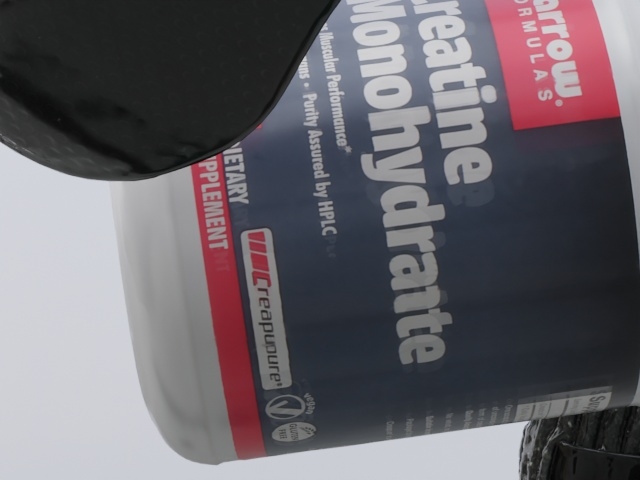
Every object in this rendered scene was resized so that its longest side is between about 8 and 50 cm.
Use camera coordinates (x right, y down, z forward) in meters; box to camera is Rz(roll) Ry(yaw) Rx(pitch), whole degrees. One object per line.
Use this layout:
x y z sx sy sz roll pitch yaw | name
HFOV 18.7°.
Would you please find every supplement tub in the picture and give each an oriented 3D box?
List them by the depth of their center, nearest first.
0.056 -0.017 0.806 0.272 0.191 0.191 -8 -21 -1 | supplement tub

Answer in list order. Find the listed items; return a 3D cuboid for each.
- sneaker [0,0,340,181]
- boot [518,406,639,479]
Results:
-0.015 -0.123 0.583 0.090 0.145 0.270 34 -35 -16 | sneaker
0.289 0.128 1.355 0.348 0.260 0.131 -1 0 -14 | boot
